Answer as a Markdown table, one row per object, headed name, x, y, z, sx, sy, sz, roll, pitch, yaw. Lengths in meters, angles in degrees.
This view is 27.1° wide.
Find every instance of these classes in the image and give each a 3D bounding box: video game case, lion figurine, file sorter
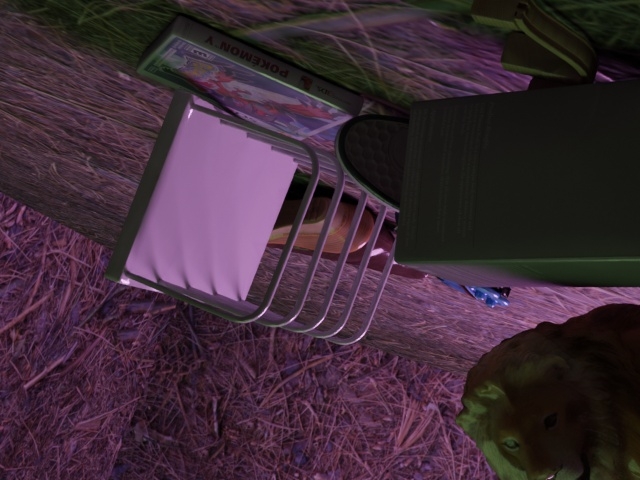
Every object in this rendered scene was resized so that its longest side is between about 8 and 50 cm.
| name | x | y | z | sx | sy | sz | roll | pitch | yaw |
| --- | --- | --- | --- | --- | --- | --- | --- | --- | --- |
| video game case | -0.073 | -0.147 | 1.257 | 0.183 | 0.023 | 0.201 | 23 | 171 | -15 |
| lion figurine | 0.302 | 0.071 | 0.952 | 0.240 | 0.392 | 0.142 | 47 | -179 | -10 |
| file sorter | -0.049 | -0.009 | 1.347 | 0.173 | 0.192 | 0.278 | 20 | 179 | 24 |

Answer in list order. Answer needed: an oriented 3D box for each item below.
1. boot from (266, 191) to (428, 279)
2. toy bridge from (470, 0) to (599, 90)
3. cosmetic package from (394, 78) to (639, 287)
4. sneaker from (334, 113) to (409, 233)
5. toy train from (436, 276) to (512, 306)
| name | x | y | z | sx | sy | sz | roll | pitch | yaw |
| --- | --- | --- | --- | --- | --- | --- | --- | --- | --- |
| boot | 0.000 | 0.000 | 1.762 | 0.248 | 0.090 | 0.207 | 5 | 161 | 47 |
| toy bridge | 0.154 | -0.121 | 0.893 | 0.063 | 0.026 | 0.188 | 15 | 171 | 24 |
| cosmetic package | 0.175 | -0.035 | 0.906 | 0.238 | 0.127 | 0.107 | 2 | 169 | 38 |
| sneaker | 0.084 | -0.051 | 1.266 | 0.226 | 0.086 | 0.163 | 21 | 169 | -25 |
| toy train | 0.174 | 0.021 | 1.551 | 0.105 | 0.080 | 0.184 | 23 | 173 | 25 |
